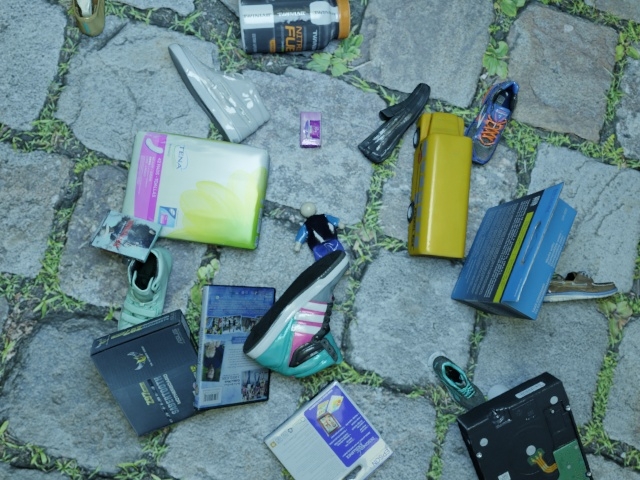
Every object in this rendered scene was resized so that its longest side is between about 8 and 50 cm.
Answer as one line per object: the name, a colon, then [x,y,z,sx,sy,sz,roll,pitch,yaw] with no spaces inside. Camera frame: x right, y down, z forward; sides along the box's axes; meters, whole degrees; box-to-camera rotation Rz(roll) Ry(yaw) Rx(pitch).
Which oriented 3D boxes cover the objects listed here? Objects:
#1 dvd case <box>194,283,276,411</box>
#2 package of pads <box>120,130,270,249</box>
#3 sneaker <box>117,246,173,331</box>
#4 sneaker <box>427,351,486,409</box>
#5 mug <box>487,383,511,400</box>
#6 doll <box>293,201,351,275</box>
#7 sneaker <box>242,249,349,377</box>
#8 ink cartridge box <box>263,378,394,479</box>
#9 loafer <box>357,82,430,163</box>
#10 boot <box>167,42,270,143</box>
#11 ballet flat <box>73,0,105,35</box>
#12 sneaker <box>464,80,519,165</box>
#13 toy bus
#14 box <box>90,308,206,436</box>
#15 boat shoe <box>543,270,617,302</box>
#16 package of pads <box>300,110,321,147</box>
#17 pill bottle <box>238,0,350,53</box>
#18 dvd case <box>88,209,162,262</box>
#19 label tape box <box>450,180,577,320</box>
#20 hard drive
dvd case: [-0.177,0.222,1.073,0.180,0.022,0.253,8,83,-44]
package of pads: [-0.268,-0.110,1.104,0.296,0.101,0.229,9,86,-5]
sneaker: [-0.380,0.134,1.048,0.094,0.151,0.256,12,85,-4]
sneaker: [0.312,0.325,1.134,0.166,0.076,0.065,44,84,-1]
mug: [0.430,0.362,1.149,0.078,0.064,0.062,-16,86,-7]
doll: [0.000,0.000,1.147,0.129,0.046,0.189,-22,88,-8]
sneaker: [-0.003,0.178,1.081,0.178,0.124,0.295,45,84,-17]
ink cartridge box: [0.019,0.452,1.112,0.206,0.045,0.208,-39,89,-7]
loafer: [0.173,-0.282,1.170,0.078,0.076,0.223,37,87,-9]
boot: [-0.223,-0.350,1.141,0.123,0.095,0.258,-36,98,-13]
ballet flat: [-0.520,-0.582,1.131,0.080,0.073,0.232,-7,86,-6]
sneaker: [0.403,-0.283,1.186,0.083,0.087,0.221,20,84,-3]
toy bus: [0.269,-0.126,1.139,0.108,0.130,0.333,6,85,-5]
box: [-0.333,0.275,1.040,0.183,0.059,0.233,-19,115,-6]
boat shoe: [0.605,0.105,1.184,0.183,0.066,0.066,-5,85,-6]
package of pads: [-0.022,-0.258,1.172,0.050,0.032,0.083,1,85,-4]
pill bottle: [-0.058,-0.496,1.139,0.245,0.130,0.131,-6,86,-5]
dvd case: [-0.391,-0.010,1.014,0.119,0.013,0.087,16,62,6]
label tape box: [0.412,0.035,1.037,0.105,0.333,0.241,24,84,-3]
hard drive: [0.458,0.485,1.104,0.236,0.064,0.339,-25,102,-7]
